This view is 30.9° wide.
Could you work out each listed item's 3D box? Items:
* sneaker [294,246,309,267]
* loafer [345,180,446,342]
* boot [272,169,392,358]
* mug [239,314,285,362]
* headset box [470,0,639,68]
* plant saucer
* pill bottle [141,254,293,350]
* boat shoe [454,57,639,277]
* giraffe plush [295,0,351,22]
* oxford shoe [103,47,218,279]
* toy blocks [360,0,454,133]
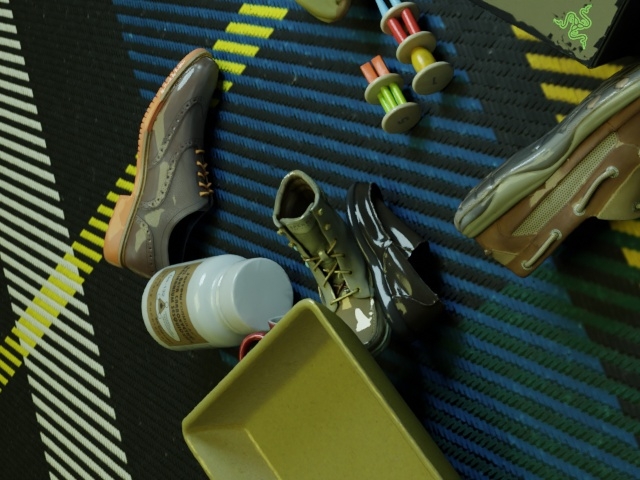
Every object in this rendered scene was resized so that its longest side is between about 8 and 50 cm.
[{"bbox_3d":[0.000,0.000,1.528,0.098,0.038,0.069,44,124,43],"label":"sneaker"},{"bbox_3d":[0.096,0.016,1.387,0.078,0.080,0.220,-27,62,14],"label":"loafer"},{"bbox_3d":[0.011,0.030,1.375,0.077,0.165,0.213,-25,42,12],"label":"boot"},{"bbox_3d":[-0.021,0.184,1.499,0.150,0.113,0.169,4,97,51],"label":"mug"},{"bbox_3d":[0.228,-0.330,1.092,0.283,0.131,0.246,35,119,19],"label":"headset box"},{"bbox_3d":[0.020,0.267,1.347,0.333,0.081,0.333,54,133,12],"label":"plant saucer"},{"bbox_3d":[-0.145,0.088,1.641,0.229,0.131,0.131,-12,80,52],"label":"pill bottle"},{"bbox_3d":[0.278,-0.078,1.122,0.116,0.123,0.324,49,125,-2],"label":"boat shoe"},{"bbox_3d":[-0.020,-0.372,1.476,0.170,0.210,0.181,-105,-1,-72],"label":"giraffe plush"},{"bbox_3d":[-0.209,-0.110,1.772,0.132,0.130,0.364,24,103,16],"label":"oxford shoe"},{"bbox_3d":[0.089,-0.223,1.403,0.123,0.054,0.148,-51,51,39],"label":"toy blocks"}]
